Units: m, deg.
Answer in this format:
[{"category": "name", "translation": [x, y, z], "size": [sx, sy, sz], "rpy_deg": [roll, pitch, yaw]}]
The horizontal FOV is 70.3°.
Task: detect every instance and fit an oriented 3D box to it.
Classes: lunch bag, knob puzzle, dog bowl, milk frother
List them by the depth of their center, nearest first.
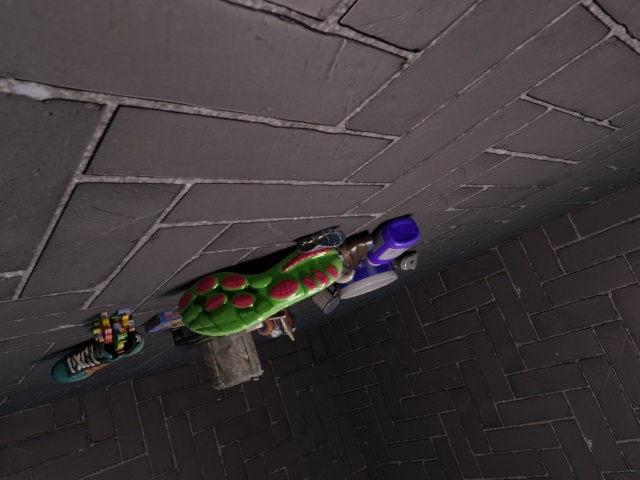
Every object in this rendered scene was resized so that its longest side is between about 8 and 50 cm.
[{"category": "milk frother", "translation": [-0.008, 0.204, 1.798], "size": [0.143, 0.135, 0.129], "rpy_deg": [-5, 129, -53]}, {"category": "knob puzzle", "translation": [-0.164, 0.298, 1.866], "size": [0.030, 0.213, 0.213], "rpy_deg": [-20, 166, 2]}, {"category": "dog bowl", "translation": [0.193, 0.160, 1.970], "size": [0.265, 0.104, 0.265], "rpy_deg": [-19, 166, -5]}, {"category": "lunch bag", "translation": [-0.418, 0.551, 2.203], "size": [0.213, 0.305, 0.256], "rpy_deg": [-5, 161, -48]}]

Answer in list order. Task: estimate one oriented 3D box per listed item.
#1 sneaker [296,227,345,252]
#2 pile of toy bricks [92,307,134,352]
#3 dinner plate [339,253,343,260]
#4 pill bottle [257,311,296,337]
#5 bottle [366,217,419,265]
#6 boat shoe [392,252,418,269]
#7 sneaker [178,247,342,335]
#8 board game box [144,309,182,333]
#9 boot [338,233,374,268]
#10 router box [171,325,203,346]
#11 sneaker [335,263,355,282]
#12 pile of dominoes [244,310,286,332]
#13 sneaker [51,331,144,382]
[{"category": "sneaker", "translation": [0.000, 0.000, 1.241], "size": [0.135, 0.052, 0.058], "rpy_deg": [-11, 175, -3]}, {"category": "pile of toy bricks", "translation": [-0.600, 0.279, 1.335], "size": [0.118, 0.105, 0.212], "rpy_deg": [-10, 163, -36]}, {"category": "dinner plate", "translation": [0.031, 0.072, 1.598], "size": [0.141, 0.017, 0.141], "rpy_deg": [-18, 165, -5]}, {"category": "pill bottle", "translation": [-0.238, 0.451, 2.424], "size": [0.130, 0.130, 0.246], "rpy_deg": [-26, 165, 22]}, {"category": "bottle", "translation": [0.222, 0.015, 1.486], "size": [0.118, 0.092, 0.283], "rpy_deg": [-15, 165, -16]}, {"category": "boat shoe", "translation": [0.389, 0.089, 2.064], "size": [0.070, 0.077, 0.219], "rpy_deg": [12, -175, 27]}, {"category": "sneaker", "translation": [-0.164, 0.157, 1.317], "size": [0.483, 0.185, 0.202], "rpy_deg": [-17, 162, -8]}, {"category": "board game box", "translation": [-0.500, 0.277, 1.609], "size": [0.201, 0.035, 0.136], "rpy_deg": [-5, 159, -46]}, {"category": "boot", "translation": [0.133, 0.036, 1.472], "size": [0.106, 0.082, 0.219], "rpy_deg": [-20, 164, 11]}, {"category": "router box", "translation": [-0.417, 0.346, 1.887], "size": [0.309, 0.081, 0.243], "rpy_deg": [-23, 165, 12]}, {"category": "sneaker", "translation": [0.034, 0.089, 1.466], "size": [0.161, 0.057, 0.075], "rpy_deg": [12, 155, 38]}, {"category": "pile of dominoes", "translation": [-0.234, 0.198, 1.446], "size": [0.196, 0.040, 0.251], "rpy_deg": [-18, -152, -15]}, {"category": "sneaker", "translation": [-0.755, 0.380, 1.527], "size": [0.302, 0.108, 0.121], "rpy_deg": [-24, 167, -19]}]
